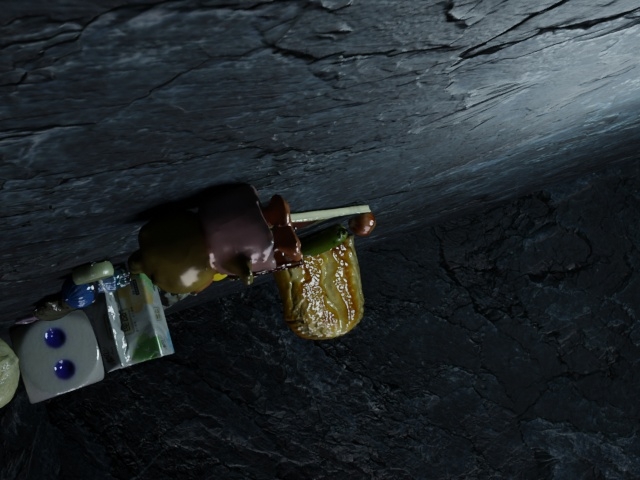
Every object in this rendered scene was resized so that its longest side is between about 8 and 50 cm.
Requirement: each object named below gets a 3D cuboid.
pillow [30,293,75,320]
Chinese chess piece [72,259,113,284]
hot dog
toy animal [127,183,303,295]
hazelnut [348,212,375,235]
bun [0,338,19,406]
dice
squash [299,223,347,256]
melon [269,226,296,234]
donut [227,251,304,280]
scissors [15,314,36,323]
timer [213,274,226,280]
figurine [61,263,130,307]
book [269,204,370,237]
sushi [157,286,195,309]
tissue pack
[{"bbox_3d":[-0.684,0.171,1.608,0.093,0.051,0.241,4,161,-43],"label":"pillow"},{"bbox_3d":[-0.483,0.068,1.323,0.084,0.034,0.084,-17,176,-1],"label":"Chinese chess piece"},{"bbox_3d":[0.011,0.195,2.397,0.367,0.365,0.196,-14,175,-28],"label":"hot dog"},{"bbox_3d":[-0.183,0.005,1.045,0.281,0.195,0.169,-22,135,4],"label":"toy animal"},{"bbox_3d":[0.121,-0.054,1.836,0.086,0.086,0.086,-18,174,-2],"label":"hazelnut"},{"bbox_3d":[-0.973,0.379,1.842,0.153,0.243,0.244,-26,179,-29],"label":"bun"},{"bbox_3d":[-0.867,0.380,2.053,0.243,0.251,0.259,-17,175,-26],"label":"dice"},{"bbox_3d":[0.002,0.001,2.009,0.080,0.071,0.318,32,149,-28],"label":"squash"},{"bbox_3d":[-0.150,-0.004,1.334,0.262,0.053,0.114,-5,-158,41],"label":"melon"},{"bbox_3d":[-0.167,0.059,1.840,0.235,0.089,0.235,-12,180,0],"label":"donut"},{"bbox_3d":[-0.789,0.208,1.770,0.110,0.021,0.212,-14,176,-42],"label":"scissors"},{"bbox_3d":[-0.236,0.047,1.494,0.109,0.107,0.107,29,-162,25],"label":"timer"},{"bbox_3d":[-0.503,0.103,1.398,0.149,0.087,0.086,-16,137,-29],"label":"figurine"},{"bbox_3d":[-0.072,-0.034,1.651,0.263,0.028,0.374,-19,175,38],"label":"book"},{"bbox_3d":[-0.465,0.139,1.751,0.273,0.134,0.109,-31,-169,-12],"label":"sushi"},{"bbox_3d":[-0.491,0.202,1.583,0.159,0.229,0.145,-16,175,2],"label":"tissue pack"}]
